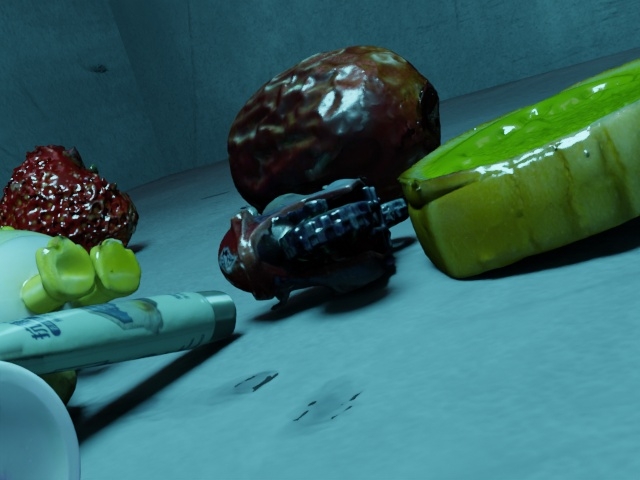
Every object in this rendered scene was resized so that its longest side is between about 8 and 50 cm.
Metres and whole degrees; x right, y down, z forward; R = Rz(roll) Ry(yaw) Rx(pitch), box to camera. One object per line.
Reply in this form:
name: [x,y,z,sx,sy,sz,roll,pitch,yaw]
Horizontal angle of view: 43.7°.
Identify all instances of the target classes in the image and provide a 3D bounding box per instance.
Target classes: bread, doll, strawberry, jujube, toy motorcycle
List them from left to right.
doll: [-0.284,0.049,0.630,0.296,0.117,0.141,-3,3,25]
strawberry: [-0.369,-0.026,1.127,0.184,0.186,0.201,9,51,26]
toy motorcycle: [0.000,0.001,0.612,0.122,0.082,0.213,-15,-1,17]
jujube: [0.013,-0.110,0.866,0.243,0.183,0.183,-12,12,31]
bread: [0.167,-0.059,0.568,0.236,0.070,0.236,-25,10,5]

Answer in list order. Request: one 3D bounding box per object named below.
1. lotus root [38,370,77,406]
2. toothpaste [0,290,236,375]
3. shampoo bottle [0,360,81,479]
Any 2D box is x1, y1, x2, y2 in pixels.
lotus root: [-0.188,0.092,0.471,0.072,0.063,0.152,-25,12,11]
toothpaste: [-0.138,0.057,0.464,0.062,0.039,0.239,-2,1,34]
shampoo bottle: [-0.251,0.115,0.369,0.303,0.092,0.092,-11,12,28]
